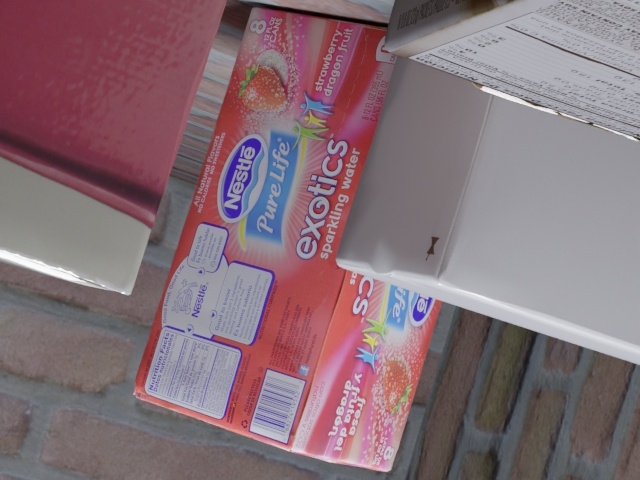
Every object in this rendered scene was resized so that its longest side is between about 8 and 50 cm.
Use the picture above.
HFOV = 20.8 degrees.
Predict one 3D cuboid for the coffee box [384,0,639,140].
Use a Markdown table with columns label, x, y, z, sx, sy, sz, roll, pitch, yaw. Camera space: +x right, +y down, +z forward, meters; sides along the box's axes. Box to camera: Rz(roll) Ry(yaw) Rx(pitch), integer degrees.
| label | x | y | z | sx | sy | sz | roll | pitch | yaw |
| --- | --- | --- | --- | --- | --- | --- | --- | --- | --- |
| coffee box | 0.107 | -0.110 | 0.438 | 0.098 | 0.141 | 0.246 | 17 | 177 | -12 |

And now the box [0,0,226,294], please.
| label | x | y | z | sx | sy | sz | roll | pitch | yaw |
| --- | --- | --- | --- | --- | --- | --- | --- | --- | --- |
| box | -0.143 | -0.105 | 0.886 | 0.127 | 0.232 | 0.148 | 20 | 175 | -33 |

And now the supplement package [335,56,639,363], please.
| label | x | y | z | sx | sy | sz | roll | pitch | yaw |
| --- | --- | --- | --- | --- | --- | --- | --- | --- | --- |
| supplement package | 0.190 | -0.018 | 1.107 | 0.293 | 0.175 | 0.177 | 18 | 177 | -20 |

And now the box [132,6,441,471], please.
| label | x | y | z | sx | sy | sz | roll | pitch | yaw |
| --- | --- | --- | --- | --- | --- | --- | --- | --- | --- |
| box | 0.000 | 0.000 | 1.263 | 0.154 | 0.300 | 0.142 | 14 | 175 | 34 |
